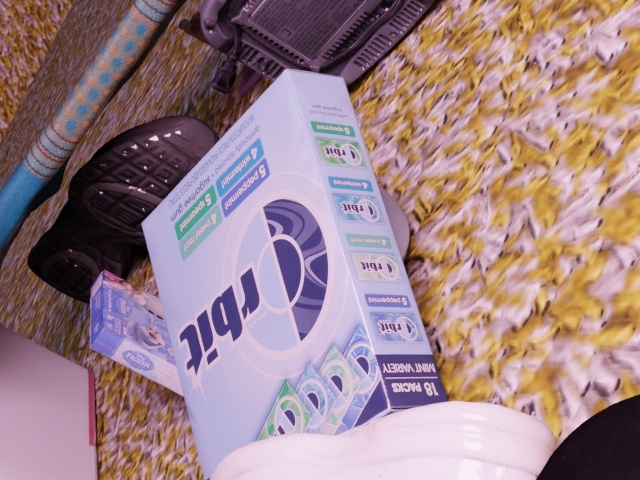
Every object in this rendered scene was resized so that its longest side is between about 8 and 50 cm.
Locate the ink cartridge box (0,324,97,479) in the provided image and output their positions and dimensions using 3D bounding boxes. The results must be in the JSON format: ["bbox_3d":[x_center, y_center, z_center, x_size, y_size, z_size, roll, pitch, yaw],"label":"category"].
[{"bbox_3d":[-0.341,0.278,1.087,0.385,0.160,0.279,-56,20,11],"label":"ink cartridge box"}]

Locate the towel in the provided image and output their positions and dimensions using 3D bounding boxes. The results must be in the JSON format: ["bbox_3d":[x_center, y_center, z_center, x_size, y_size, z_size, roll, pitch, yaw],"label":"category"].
[{"bbox_3d":[-0.170,-0.135,1.123,0.370,0.040,0.271,-50,11,20],"label":"towel"}]

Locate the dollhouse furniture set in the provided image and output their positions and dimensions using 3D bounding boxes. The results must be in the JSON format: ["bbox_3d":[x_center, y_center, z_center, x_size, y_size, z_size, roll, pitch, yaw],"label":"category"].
[{"bbox_3d":[-0.066,-0.206,1.188,0.114,0.081,0.091,-43,26,40],"label":"dollhouse furniture set"}]

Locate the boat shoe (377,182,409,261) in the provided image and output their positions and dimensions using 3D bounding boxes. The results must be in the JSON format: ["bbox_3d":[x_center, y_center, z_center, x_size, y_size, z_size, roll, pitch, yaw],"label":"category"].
[{"bbox_3d":[0.000,0.000,0.793,0.183,0.065,0.083,-114,36,-58],"label":"boat shoe"}]

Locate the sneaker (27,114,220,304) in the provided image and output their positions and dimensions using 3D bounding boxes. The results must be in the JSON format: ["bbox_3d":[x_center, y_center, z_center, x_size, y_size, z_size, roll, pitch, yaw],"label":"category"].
[{"bbox_3d":[-0.168,-0.050,1.205,0.286,0.109,0.130,-33,28,49],"label":"sneaker"}]

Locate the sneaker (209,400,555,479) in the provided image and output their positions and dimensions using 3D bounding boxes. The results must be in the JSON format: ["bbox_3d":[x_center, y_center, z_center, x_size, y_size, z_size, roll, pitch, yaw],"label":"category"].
[{"bbox_3d":[0.010,0.131,0.566,0.212,0.080,0.094,-30,48,54],"label":"sneaker"}]

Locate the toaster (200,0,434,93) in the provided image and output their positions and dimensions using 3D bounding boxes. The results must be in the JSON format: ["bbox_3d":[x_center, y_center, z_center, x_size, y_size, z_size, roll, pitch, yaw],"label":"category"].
[{"bbox_3d":[0.010,-0.203,0.939,0.227,0.129,0.146,-44,22,45],"label":"toaster"}]

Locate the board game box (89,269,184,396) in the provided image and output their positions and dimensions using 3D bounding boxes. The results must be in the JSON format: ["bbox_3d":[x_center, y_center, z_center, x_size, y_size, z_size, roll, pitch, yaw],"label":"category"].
[{"bbox_3d":[-0.113,0.065,0.922,0.020,0.090,0.090,-53,21,15],"label":"board game box"}]

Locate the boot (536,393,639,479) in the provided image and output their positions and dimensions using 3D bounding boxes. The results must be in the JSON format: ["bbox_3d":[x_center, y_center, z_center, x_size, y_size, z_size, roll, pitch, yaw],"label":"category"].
[{"bbox_3d":[-0.004,0.145,0.289,0.131,0.260,0.348,-30,37,56],"label":"boot"}]

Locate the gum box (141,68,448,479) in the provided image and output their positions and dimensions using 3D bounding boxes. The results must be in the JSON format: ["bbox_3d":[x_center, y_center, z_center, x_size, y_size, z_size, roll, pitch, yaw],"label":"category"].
[{"bbox_3d":[-0.022,0.033,0.696,0.157,0.041,0.184,-41,57,43],"label":"gum box"}]
